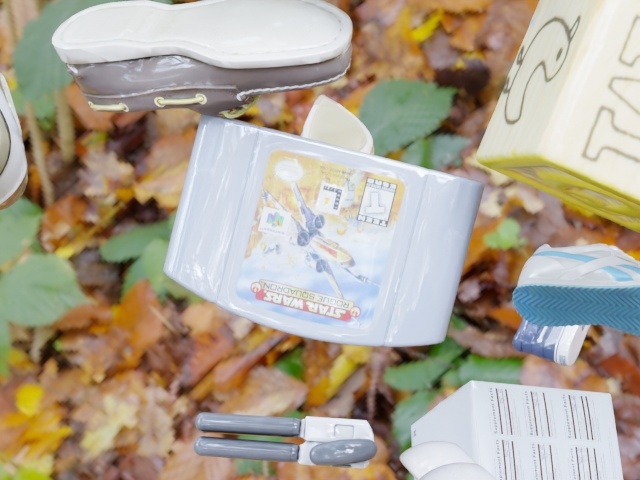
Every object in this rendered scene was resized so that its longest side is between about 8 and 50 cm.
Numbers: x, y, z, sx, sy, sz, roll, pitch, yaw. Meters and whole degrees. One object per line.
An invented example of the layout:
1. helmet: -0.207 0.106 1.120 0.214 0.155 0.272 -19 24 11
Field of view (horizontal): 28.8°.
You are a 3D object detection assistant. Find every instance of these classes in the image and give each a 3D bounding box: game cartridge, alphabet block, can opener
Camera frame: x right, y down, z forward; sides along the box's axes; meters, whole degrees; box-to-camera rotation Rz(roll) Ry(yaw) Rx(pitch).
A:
1. game cartridge: 0.000 0.000 1.267 0.062 0.297 0.198 117 167 -88
2. alphabet block: 0.282 -0.126 1.116 0.192 0.193 0.197 -172 105 -81
3. can opener: -0.054 0.305 1.922 0.283 0.095 0.076 4 78 -1

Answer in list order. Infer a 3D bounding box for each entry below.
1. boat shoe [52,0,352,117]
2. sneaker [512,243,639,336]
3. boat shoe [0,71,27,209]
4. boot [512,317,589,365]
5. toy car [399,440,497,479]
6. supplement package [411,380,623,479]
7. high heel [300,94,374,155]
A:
1. boat shoe: -0.111 -0.176 1.235 0.324 0.096 0.116 3 42 23
2. sneaker: 0.335 0.049 1.386 0.229 0.087 0.092 8 43 19
3. boat shoe: -0.293 -0.144 0.834 0.113 0.103 0.302 -29 78 -1
4. boot: 0.341 0.086 1.745 0.086 0.069 0.190 14 53 30
5. toy car: 0.071 0.221 0.768 0.159 0.136 0.182 -46 4 -3
6. supplement package: 0.252 0.290 1.631 0.194 0.203 0.149 128 144 -57
7. high heel: 0.018 -0.037 1.527 0.093 0.186 0.261 -6 51 -11
